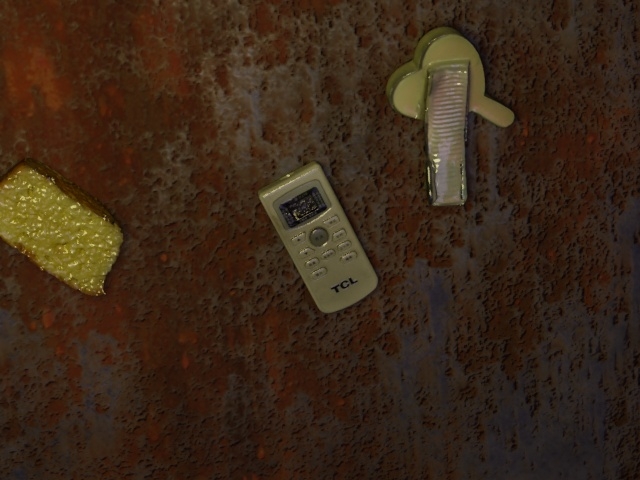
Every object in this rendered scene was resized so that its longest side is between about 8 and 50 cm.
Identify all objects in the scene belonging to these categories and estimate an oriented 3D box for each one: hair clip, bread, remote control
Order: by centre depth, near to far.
[{"bbox_3d":[-0.312,-0.018,1.734,0.187,0.065,0.103,35,97,-19],"label":"bread"},{"bbox_3d":[0.161,-0.154,1.780,0.159,0.071,0.218,-9,116,-12],"label":"hair clip"},{"bbox_3d":[0.000,0.000,1.822,0.087,0.029,0.190,-27,113,-1],"label":"remote control"}]
